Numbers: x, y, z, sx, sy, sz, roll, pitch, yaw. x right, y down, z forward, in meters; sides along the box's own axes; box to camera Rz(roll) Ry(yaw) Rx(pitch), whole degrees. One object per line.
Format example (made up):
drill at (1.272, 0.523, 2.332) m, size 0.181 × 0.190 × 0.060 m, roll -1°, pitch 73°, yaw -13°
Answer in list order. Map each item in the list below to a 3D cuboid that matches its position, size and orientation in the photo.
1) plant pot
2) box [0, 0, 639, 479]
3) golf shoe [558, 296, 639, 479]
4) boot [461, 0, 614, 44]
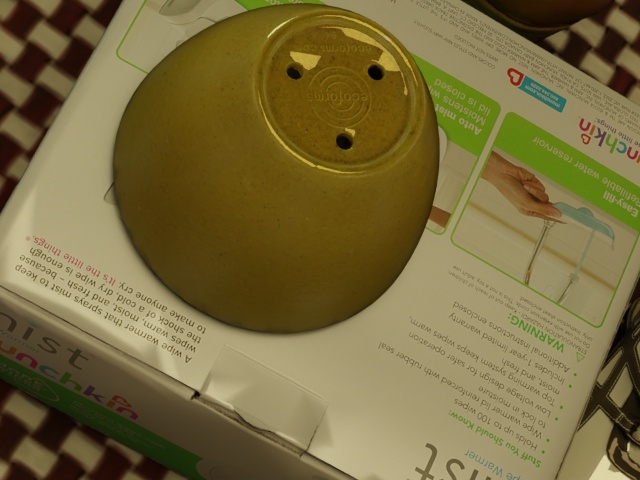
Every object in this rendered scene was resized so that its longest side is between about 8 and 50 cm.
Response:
plant pot at (-0.007, -0.041, 0.759) m, size 0.134 × 0.095 × 0.134 m, roll 6°, pitch 70°, yaw -16°
box at (0.000, 0.000, 0.868) m, size 0.262 × 0.127 × 0.231 m, roll 29°, pitch 67°, yaw -8°
golf shoe at (0.161, 0.080, 0.915) m, size 0.077 × 0.094 × 0.198 m, roll 33°, pitch 68°, yaw -7°
boot at (0.047, -0.222, 0.901) m, size 0.109 × 0.220 × 0.283 m, roll -34°, pitch 86°, yaw -24°
